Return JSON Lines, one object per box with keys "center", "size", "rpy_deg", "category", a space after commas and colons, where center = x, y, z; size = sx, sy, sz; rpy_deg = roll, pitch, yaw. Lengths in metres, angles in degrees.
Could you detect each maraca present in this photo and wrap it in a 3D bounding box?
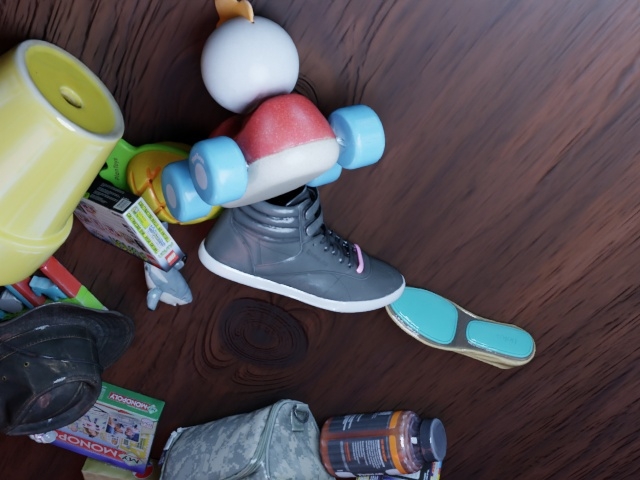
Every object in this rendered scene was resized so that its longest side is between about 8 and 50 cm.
{"center": [-0.210, -0.081, 1.346], "size": [0.185, 0.099, 0.127], "rpy_deg": [16, 136, 9], "category": "maraca"}

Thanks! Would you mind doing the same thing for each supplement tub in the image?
{"center": [0.105, 0.336, 1.684], "size": [0.198, 0.106, 0.106], "rpy_deg": [-9, 132, 27], "category": "supplement tub"}

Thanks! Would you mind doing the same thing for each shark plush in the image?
{"center": [-0.230, 0.030, 1.528], "size": [0.067, 0.073, 0.161], "rpy_deg": [-4, 116, -6], "category": "shark plush"}

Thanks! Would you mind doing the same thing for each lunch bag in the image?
{"center": [-0.132, 0.424, 1.752], "size": [0.305, 0.256, 0.212], "rpy_deg": [-23, 151, 34], "category": "lunch bag"}

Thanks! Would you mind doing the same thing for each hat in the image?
{"center": [-0.446, 0.230, 1.620], "size": [0.331, 0.134, 0.331], "rpy_deg": [-16, 154, -8], "category": "hat"}

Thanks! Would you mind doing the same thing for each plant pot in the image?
{"center": [-0.382, -0.110, 1.268], "size": [0.239, 0.254, 0.254], "rpy_deg": [-39, 117, 21], "category": "plant pot"}

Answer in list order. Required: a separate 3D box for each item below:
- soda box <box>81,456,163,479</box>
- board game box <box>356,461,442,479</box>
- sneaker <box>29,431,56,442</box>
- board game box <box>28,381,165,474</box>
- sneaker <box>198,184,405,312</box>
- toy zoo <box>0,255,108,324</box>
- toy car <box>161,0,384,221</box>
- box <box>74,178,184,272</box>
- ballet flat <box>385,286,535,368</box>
{"center": [-0.373, 0.461, 2.005], "size": [0.181, 0.058, 0.061], "rpy_deg": [9, 138, 8], "category": "soda box"}
{"center": [0.127, 0.436, 1.734], "size": [0.141, 0.170, 0.048], "rpy_deg": [10, 139, 9], "category": "board game box"}
{"center": [-0.517, 0.332, 1.860], "size": [0.098, 0.038, 0.069], "rpy_deg": [35, 136, -19], "category": "sneaker"}
{"center": [-0.459, 0.321, 1.892], "size": [0.317, 0.046, 0.213], "rpy_deg": [19, 137, -2], "category": "board game box"}
{"center": [0.000, 0.000, 1.354], "size": [0.295, 0.104, 0.147], "rpy_deg": [14, 125, -19], "category": "sneaker"}
{"center": [-0.503, 0.052, 1.631], "size": [0.192, 0.030, 0.293], "rpy_deg": [-16, 129, 31], "category": "toy zoo"}
{"center": [-0.082, -0.169, 1.186], "size": [0.210, 0.219, 0.238], "rpy_deg": [-19, 87, 63], "category": "toy car"}
{"center": [-0.281, -0.031, 1.393], "size": [0.207, 0.036, 0.114], "rpy_deg": [21, 151, 46], "category": "box"}
{"center": [0.192, 0.135, 1.468], "size": [0.232, 0.080, 0.073], "rpy_deg": [22, 153, -4], "category": "ballet flat"}
